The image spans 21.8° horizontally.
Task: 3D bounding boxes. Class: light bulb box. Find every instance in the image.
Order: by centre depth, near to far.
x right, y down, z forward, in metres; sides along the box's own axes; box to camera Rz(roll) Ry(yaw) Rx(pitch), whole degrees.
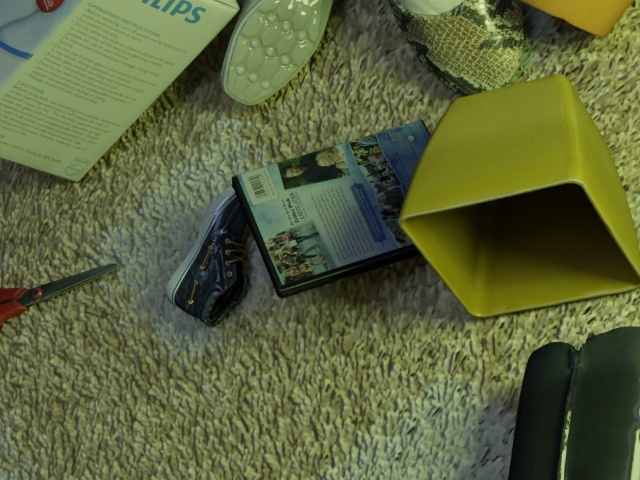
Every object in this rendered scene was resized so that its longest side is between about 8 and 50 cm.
[{"bbox_3d":[-0.354,-0.343,2.270,0.361,0.225,0.358,-43,53,25],"label":"light bulb box"}]

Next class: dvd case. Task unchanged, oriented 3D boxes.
[{"bbox_3d":[0.039,-0.040,1.996,0.253,0.022,0.180,-17,58,-10],"label":"dvd case"}]

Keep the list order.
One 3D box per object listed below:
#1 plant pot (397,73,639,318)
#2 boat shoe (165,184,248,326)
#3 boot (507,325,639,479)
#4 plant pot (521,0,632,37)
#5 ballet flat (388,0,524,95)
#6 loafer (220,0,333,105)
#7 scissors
[{"bbox_3d":[0.230,-0.060,1.863,0.212,0.212,0.187,-13,50,26],"label":"plant pot"},{"bbox_3d":[-0.117,0.020,2.115,0.083,0.065,0.183,32,93,34],"label":"boat shoe"},{"bbox_3d":[0.199,0.322,1.726,0.367,0.146,0.445,-8,63,41],"label":"boot"},{"bbox_3d":[0.315,-0.348,1.945,0.205,0.205,0.188,33,103,36],"label":"plant pot"},{"bbox_3d":[0.127,-0.408,2.079,0.164,0.182,0.483,-22,60,20],"label":"ballet flat"},{"bbox_3d":[-0.036,-0.325,2.201,0.319,0.112,0.111,-58,17,2],"label":"loafer"},{"bbox_3d":[-0.401,0.088,2.279,0.297,0.021,0.109,-4,65,28],"label":"scissors"}]
